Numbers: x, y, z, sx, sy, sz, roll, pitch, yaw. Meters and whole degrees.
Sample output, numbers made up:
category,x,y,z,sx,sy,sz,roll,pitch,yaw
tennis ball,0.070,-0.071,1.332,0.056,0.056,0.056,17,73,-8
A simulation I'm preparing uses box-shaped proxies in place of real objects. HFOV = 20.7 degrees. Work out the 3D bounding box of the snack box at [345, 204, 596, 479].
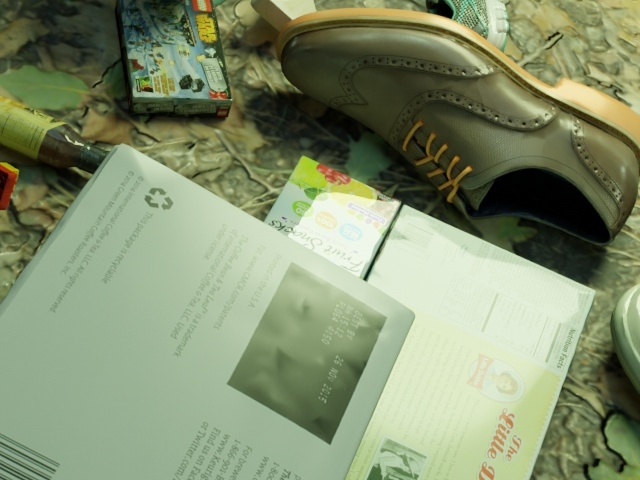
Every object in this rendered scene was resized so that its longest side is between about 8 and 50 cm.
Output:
category,x,y,z,sx,sy,sz,roll,pitch,yaw
snack box,0.095,0.127,1.436,0.187,0.060,0.322,25,48,4

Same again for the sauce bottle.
category,x,y,z,sx,sy,sz,roll,pitch,yaw
sauce bottle,-0.240,-0.088,1.522,0.128,0.042,0.042,24,48,0

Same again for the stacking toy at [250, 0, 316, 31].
category,x,y,z,sx,sy,sz,roll,pitch,yaw
stacking toy,-0.045,-0.355,1.656,0.309,0.130,0.279,29,47,-40

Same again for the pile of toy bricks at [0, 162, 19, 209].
category,x,y,z,sx,sy,sz,roll,pitch,yaw
pile of toy bricks,-0.314,-0.060,1.449,0.212,0.118,0.105,31,18,30

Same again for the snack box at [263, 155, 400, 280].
category,x,y,z,sx,sy,sz,roll,pitch,yaw
snack box,0.000,0.000,1.527,0.100,0.037,0.141,25,48,5

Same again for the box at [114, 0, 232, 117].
category,x,y,z,sx,sy,sz,roll,pitch,yaw
box,-0.138,-0.174,1.635,0.094,0.027,0.137,1,51,-16

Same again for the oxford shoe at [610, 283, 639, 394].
category,x,y,z,sx,sy,sz,roll,pitch,yaw
oxford shoe,0.441,0.171,1.468,0.449,0.130,0.169,42,53,19

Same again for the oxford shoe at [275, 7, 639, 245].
category,x,y,z,sx,sy,sz,roll,pitch,yaw
oxford shoe,0.124,-0.105,1.600,0.363,0.130,0.133,19,56,0

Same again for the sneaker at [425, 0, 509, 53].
category,x,y,z,sx,sy,sz,roll,pitch,yaw
sneaker,0.143,-0.248,1.768,0.076,0.065,0.166,4,49,-10

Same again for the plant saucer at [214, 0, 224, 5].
category,x,y,z,sx,sy,sz,roll,pitch,yaw
plant saucer,-0.138,-0.275,1.724,0.119,0.021,0.119,9,49,-10

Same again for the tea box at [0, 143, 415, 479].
category,x,y,z,sx,sy,sz,roll,pitch,yaw
tea box,-0.141,0.184,1.044,0.220,0.323,0.329,30,42,-1
